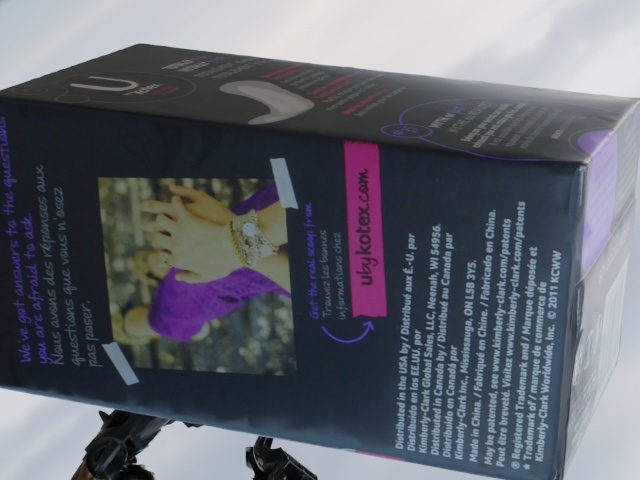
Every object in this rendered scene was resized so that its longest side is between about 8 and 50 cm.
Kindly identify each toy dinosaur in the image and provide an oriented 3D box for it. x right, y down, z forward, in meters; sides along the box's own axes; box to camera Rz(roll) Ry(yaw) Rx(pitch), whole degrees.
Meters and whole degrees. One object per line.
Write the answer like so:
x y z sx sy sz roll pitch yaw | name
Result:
-0.127 0.186 0.995 0.218 0.164 0.322 -45 -141 6 | toy dinosaur

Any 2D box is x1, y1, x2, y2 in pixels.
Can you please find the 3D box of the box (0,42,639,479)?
0.000 0.000 0.725 0.270 0.143 0.165 9 -162 18 | box
